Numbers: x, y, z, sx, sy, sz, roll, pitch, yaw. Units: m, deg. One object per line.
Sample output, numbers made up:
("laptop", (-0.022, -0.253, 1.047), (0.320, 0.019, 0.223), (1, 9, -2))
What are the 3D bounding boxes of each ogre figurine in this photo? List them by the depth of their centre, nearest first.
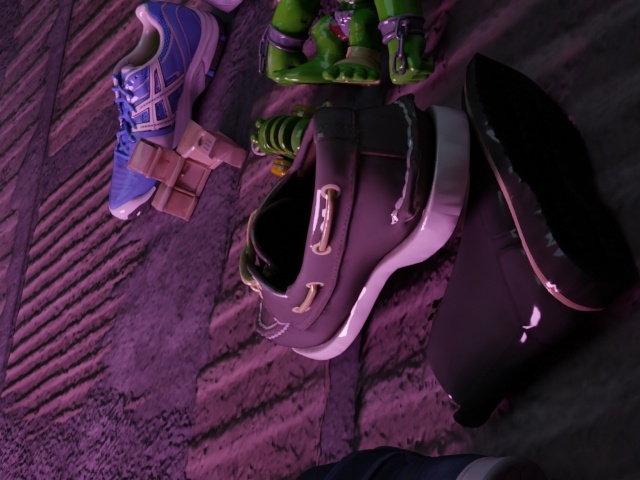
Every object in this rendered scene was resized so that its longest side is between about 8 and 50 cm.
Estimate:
("ogre figurine", (0.018, -0.173, 1.098), (0.197, 0.097, 0.118), (-164, 76, -77))

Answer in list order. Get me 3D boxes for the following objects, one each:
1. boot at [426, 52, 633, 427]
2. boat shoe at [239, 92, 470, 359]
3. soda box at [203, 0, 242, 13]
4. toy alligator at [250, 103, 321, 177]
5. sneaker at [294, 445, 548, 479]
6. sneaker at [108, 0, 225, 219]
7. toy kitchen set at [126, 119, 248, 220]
("boot", (0.093, -0.004, 0.867), (0.137, 0.077, 0.197), (-54, 30, 34))
("boat shoe", (0.000, -0.004, 0.940), (0.305, 0.091, 0.109), (128, 147, -62))
("soda box", (-0.087, -0.363, 1.403), (0.098, 0.091, 0.286), (-35, 42, 44))
("toy alligator", (-0.028, -0.079, 1.146), (0.190, 0.051, 0.056), (14, 82, 62))
("sneaker", (0.023, 0.217, 0.799), (0.163, 0.086, 0.226), (1, 61, 49))
("sneaker", (-0.163, -0.123, 1.376), (0.080, 0.081, 0.211), (11, 82, 54))
("toy kitchen set", (-0.120, -0.060, 1.275), (0.083, 0.068, 0.075), (-65, 28, 7))
